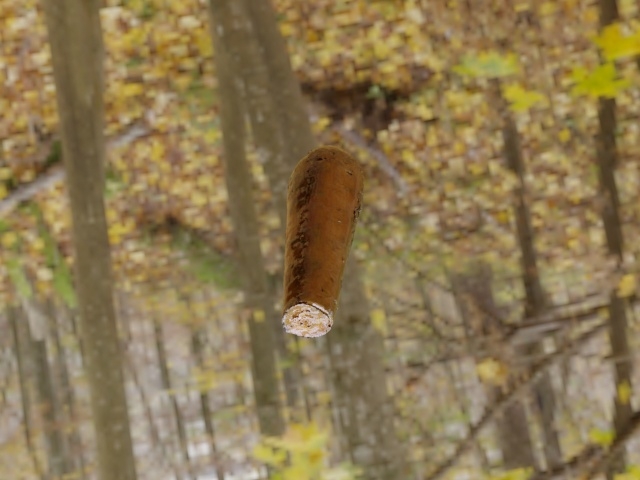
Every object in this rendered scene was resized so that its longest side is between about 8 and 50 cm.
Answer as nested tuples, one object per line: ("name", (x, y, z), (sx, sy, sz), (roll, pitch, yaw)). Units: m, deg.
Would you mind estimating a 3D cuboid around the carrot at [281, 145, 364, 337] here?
("carrot", (0.000, 0.000, 1.003), (0.055, 0.161, 0.055), (3, 136, 3))
